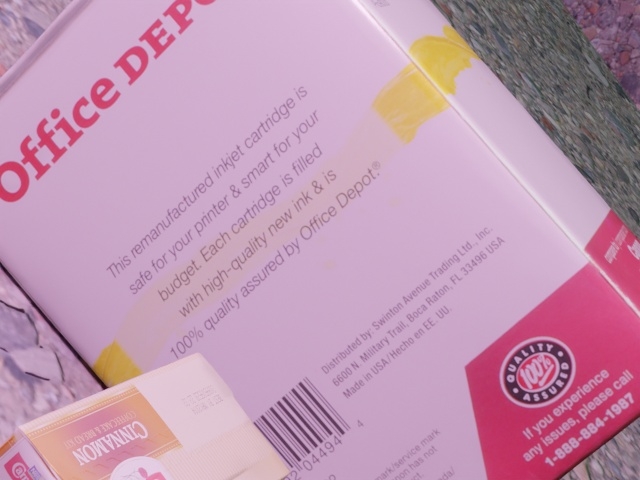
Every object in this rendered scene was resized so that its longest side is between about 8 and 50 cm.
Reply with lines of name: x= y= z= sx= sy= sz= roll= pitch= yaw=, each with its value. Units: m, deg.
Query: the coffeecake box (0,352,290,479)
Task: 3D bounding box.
coffeecake box: x=-0.121 y=0.136 z=0.634 sx=0.068 sy=0.185 sz=0.142 roll=52 pitch=21 yaw=9

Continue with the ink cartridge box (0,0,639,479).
ink cartridge box: x=0.000 y=0.000 z=0.973 sx=0.385 sy=0.279 sz=0.160 roll=49 pitch=20 yaw=3
